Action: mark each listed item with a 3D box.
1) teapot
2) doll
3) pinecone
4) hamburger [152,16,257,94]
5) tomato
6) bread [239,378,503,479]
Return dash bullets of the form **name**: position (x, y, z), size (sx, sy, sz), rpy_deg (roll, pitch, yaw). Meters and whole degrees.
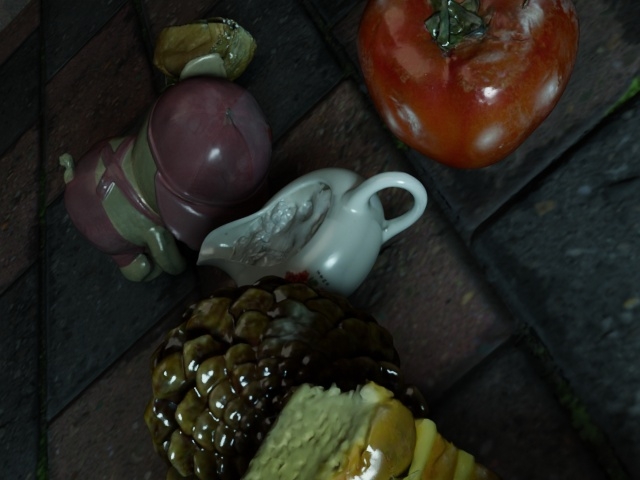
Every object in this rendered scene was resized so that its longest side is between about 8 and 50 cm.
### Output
- **teapot**: position (0.000, 0.000, 0.916), size (0.226, 0.092, 0.145), rpy_deg (-26, 40, 31)
- **doll**: position (-0.150, -0.067, 1.131), size (0.256, 0.196, 0.152), rpy_deg (-27, -1, 39)
- **pinecone**: position (-0.029, 0.110, 0.751), size (0.168, 0.186, 0.212), rpy_deg (-57, 12, 14)
- **hamburger**: position (-0.158, -0.222, 1.388), size (0.176, 0.087, 0.102), rpy_deg (5, 71, 45)
- **tomato**: position (0.114, -0.146, 0.867), size (0.187, 0.151, 0.187), rpy_deg (-2, 71, 6)
- **bread**: position (0.005, 0.233, 0.560), size (0.114, 0.185, 0.274), rpy_deg (4, 58, 47)
